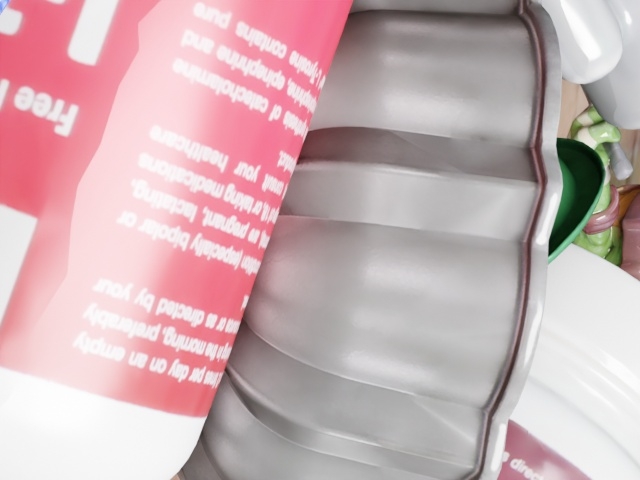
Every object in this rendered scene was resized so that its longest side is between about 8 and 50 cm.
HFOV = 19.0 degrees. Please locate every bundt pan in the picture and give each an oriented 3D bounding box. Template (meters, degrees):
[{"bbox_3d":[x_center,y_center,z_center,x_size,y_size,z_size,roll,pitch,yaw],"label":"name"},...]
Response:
[{"bbox_3d":[0.000,0.000,0.931,0.124,0.331,0.331,10,99,-15],"label":"bundt pan"}]

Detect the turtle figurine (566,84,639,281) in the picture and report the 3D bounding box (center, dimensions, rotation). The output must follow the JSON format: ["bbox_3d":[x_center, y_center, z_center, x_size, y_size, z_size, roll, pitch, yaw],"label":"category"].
[{"bbox_3d":[0.260,-0.059,1.283,0.198,0.266,0.274,45,65,-52],"label":"turtle figurine"}]

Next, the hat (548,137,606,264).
[{"bbox_3d":[0.053,-0.072,1.101,0.183,0.208,0.173,54,24,-24],"label":"hat"}]

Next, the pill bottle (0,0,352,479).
[{"bbox_3d":[-0.126,-0.040,0.753,0.229,0.229,0.407,22,86,-57],"label":"pill bottle"}]

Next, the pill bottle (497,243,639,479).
[{"bbox_3d":[0.062,0.199,1.120,0.392,0.224,0.224,-54,143,-18],"label":"pill bottle"}]

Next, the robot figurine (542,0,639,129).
[{"bbox_3d":[0.201,-0.207,1.115,0.300,0.200,0.353,-39,100,-40],"label":"robot figurine"}]

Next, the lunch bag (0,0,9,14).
[{"bbox_3d":[-0.259,-0.179,0.352,0.239,0.385,0.328,-58,145,-21],"label":"lunch bag"}]
